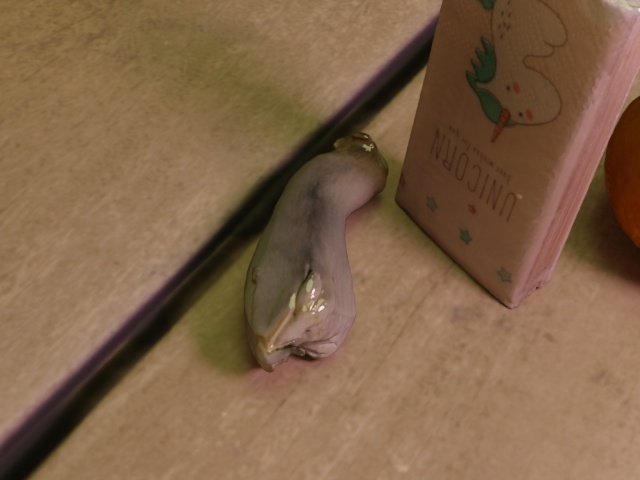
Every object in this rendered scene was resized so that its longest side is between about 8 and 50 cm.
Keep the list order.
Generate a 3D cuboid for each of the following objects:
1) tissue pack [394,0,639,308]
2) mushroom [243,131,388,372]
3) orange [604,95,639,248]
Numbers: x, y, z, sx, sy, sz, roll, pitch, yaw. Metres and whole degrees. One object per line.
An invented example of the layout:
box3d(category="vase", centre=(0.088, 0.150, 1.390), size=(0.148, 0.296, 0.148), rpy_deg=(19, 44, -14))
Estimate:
box3d(category="tissue pack", centre=(0.160, -0.109, 0.866), size=(0.071, 0.325, 0.170), rpy_deg=(-29, 58, -31))
box3d(category="mushroom", centre=(-0.003, 0.000, 0.900), size=(0.096, 0.099, 0.278), rpy_deg=(17, 44, -1))
box3d(category="orange", centre=(0.369, -0.060, 0.948), size=(0.219, 0.193, 0.219), rpy_deg=(1, 34, -1))
